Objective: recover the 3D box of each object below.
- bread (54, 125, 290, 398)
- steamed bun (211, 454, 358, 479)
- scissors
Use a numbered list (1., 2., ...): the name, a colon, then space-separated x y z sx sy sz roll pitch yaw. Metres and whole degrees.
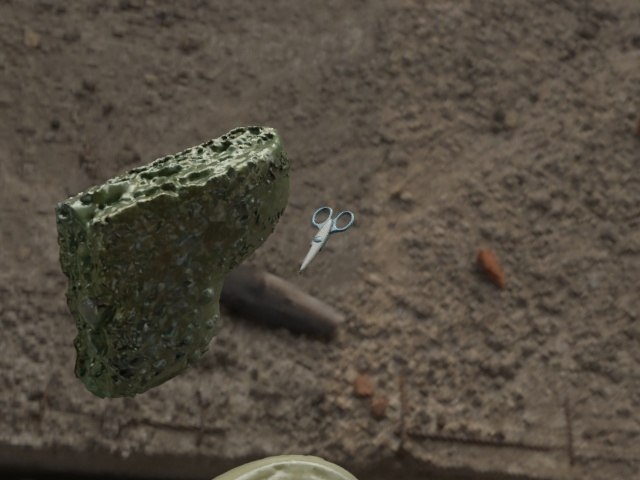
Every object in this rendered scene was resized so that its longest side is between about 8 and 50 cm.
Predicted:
1. bread: -0.109 0.005 0.843 0.064 0.172 0.232 31 87 44
2. steamed bun: -0.089 0.360 1.297 0.272 0.290 0.273 16 59 -16
3. scissors: 0.000 0.000 1.553 0.058 0.014 0.119 12 50 23
